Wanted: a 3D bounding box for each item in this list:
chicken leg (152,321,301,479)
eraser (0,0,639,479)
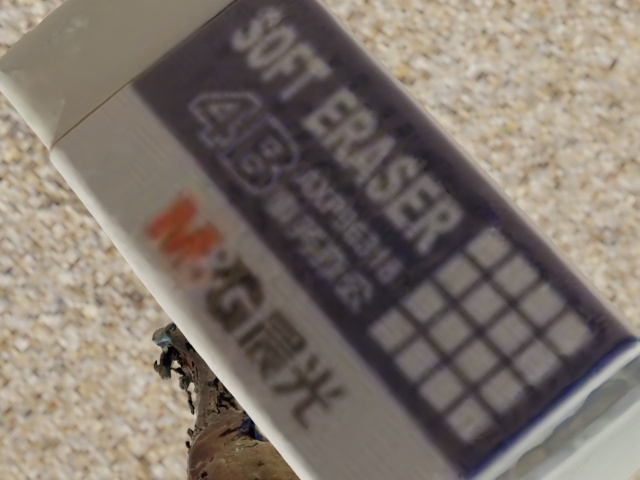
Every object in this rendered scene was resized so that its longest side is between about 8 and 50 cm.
[{"bbox_3d":[-0.024,0.116,0.913,0.106,0.253,0.051,-41,134,-22],"label":"chicken leg"},{"bbox_3d":[0.000,0.000,0.648,0.124,0.279,0.081,-39,153,-3],"label":"eraser"}]
